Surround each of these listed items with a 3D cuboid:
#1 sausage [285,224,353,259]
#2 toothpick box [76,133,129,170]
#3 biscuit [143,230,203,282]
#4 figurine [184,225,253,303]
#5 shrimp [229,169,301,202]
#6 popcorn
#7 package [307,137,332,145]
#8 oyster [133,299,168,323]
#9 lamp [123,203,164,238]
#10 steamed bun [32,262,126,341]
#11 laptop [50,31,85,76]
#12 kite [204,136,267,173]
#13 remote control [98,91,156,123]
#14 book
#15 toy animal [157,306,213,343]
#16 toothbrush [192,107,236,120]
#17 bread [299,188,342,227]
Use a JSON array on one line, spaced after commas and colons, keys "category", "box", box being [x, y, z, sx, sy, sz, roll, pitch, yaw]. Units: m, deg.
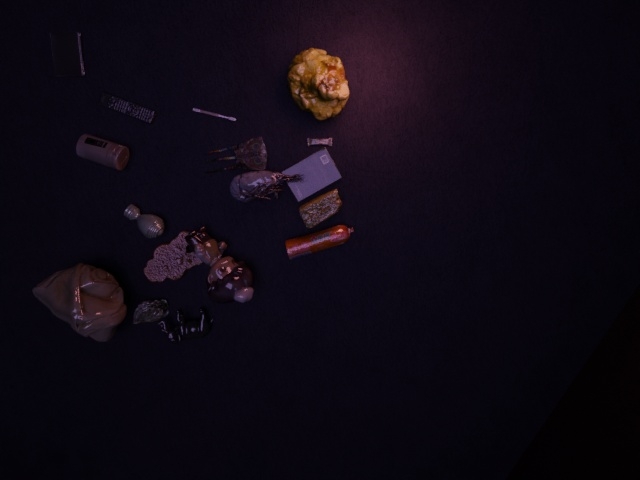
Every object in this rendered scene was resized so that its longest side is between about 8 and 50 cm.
[{"category": "sausage", "box": [0.000, 0.000, 1.889, 0.312, 0.093, 0.092, -17, 99, 3]}, {"category": "toothpick box", "box": [-0.935, -0.381, 1.816, 0.181, 0.111, 0.111, 19, 99, -1]}, {"category": "biscuit", "box": [-0.674, 0.086, 1.932, 0.295, 0.044, 0.186, -29, 96, 4]}, {"category": "figurine", "box": [-0.430, 0.102, 1.852, 0.206, 0.218, 0.364, -20, 98, 13]}, {"category": "shrimp", "box": [-0.232, -0.239, 1.834, 0.343, 0.116, 0.145, -9, 99, 11]}, {"category": "popcorn", "box": [-0.005, -0.640, 1.721, 0.252, 0.215, 0.286, -20, 109, 42]}, {"category": "package", "box": [-0.003, -0.433, 1.852, 0.110, 0.015, 0.037, 0, 95, -1]}, {"category": "oyster", "box": [-0.800, 0.332, 1.969, 0.177, 0.064, 0.124, -12, 115, -8]}, {"category": "lamp", "box": [-0.785, -0.084, 1.878, 0.193, 0.106, 0.106, 33, 99, 4]}, {"category": "steamed bun", "box": [-1.009, 0.247, 1.837, 0.368, 0.342, 0.255, 39, 73, 0]}, {"category": "laptop", "box": [-1.076, -0.793, 1.792, 0.129, 0.016, 0.180, 0, 99, 0]}, {"category": "kite", "box": [-0.377, -0.363, 1.850, 0.286, 0.015, 0.152, -10, 82, 4]}, {"category": "remote control", "box": [-0.838, -0.575, 1.824, 0.245, 0.025, 0.063, 21, 98, -3]}, {"category": "book", "box": [-0.040, -0.292, 1.872, 0.228, 0.024, 0.160, -29, 97, 5]}, {"category": "toy animal", "box": [-0.626, 0.398, 1.949, 0.245, 0.114, 0.146, -3, 99, 1]}, {"category": "toothbrush", "box": [-0.461, -0.548, 1.832, 0.195, 0.017, 0.014, 13, 101, -2]}, {"category": "bread", "box": [0.006, -0.142, 1.844, 0.196, 0.138, 0.102, -30, 103, 4]}]
